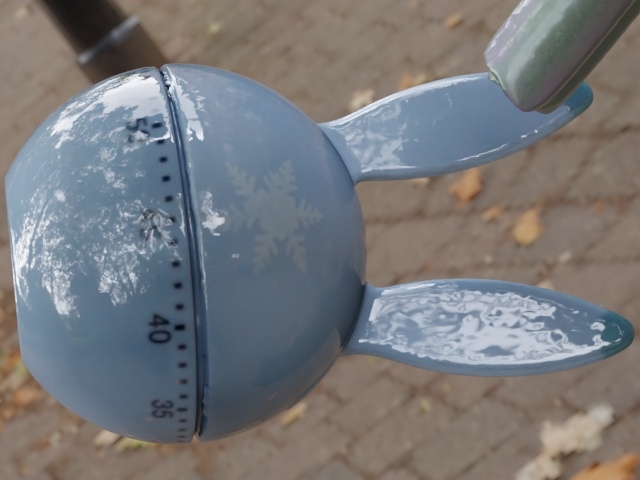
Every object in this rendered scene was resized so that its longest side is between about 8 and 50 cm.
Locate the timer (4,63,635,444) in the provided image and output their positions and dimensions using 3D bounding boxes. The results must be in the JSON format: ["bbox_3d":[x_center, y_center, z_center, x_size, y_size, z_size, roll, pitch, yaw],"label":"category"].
[{"bbox_3d":[-0.017,0.005,0.838,0.255,0.175,0.175,-1,-1,-33],"label":"timer"}]

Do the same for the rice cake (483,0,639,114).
[{"bbox_3d":[0.138,-0.141,0.759,0.222,0.042,0.080,-53,-7,17],"label":"rice cake"}]
